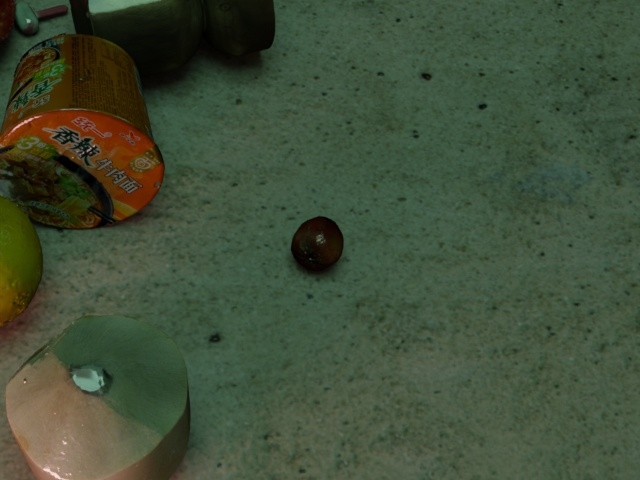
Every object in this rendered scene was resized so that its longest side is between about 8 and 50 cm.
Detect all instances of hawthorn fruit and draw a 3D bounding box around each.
[{"bbox_3d":[-0.003,0.003,1.944,0.077,0.077,0.077,3,59,-5],"label":"hawthorn fruit"}]

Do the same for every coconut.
[{"bbox_3d":[-0.262,0.201,1.706,0.241,0.241,0.241,3,59,-5],"label":"coconut"}]

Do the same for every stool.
[{"bbox_3d":[-0.217,-0.334,2.057,0.264,0.179,0.179,-16,62,-15],"label":"stool"}]

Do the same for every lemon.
[{"bbox_3d":[-0.441,0.023,1.823,0.173,0.173,0.206,2,39,-5],"label":"lemon"}]

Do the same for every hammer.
[{"bbox_3d":[-0.415,-0.337,2.123,0.083,0.031,0.052,-20,67,-25],"label":"hammer"}]

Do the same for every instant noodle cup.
[{"bbox_3d":[-0.329,-0.156,1.924,0.230,0.230,0.182,-2,51,-8],"label":"instant noodle cup"}]

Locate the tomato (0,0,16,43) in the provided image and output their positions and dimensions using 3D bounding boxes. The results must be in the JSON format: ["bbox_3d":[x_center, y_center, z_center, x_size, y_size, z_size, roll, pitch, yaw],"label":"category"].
[{"bbox_3d":[-0.555,-0.345,2.039,0.228,0.101,0.228,33,37,-30],"label":"tomato"}]
